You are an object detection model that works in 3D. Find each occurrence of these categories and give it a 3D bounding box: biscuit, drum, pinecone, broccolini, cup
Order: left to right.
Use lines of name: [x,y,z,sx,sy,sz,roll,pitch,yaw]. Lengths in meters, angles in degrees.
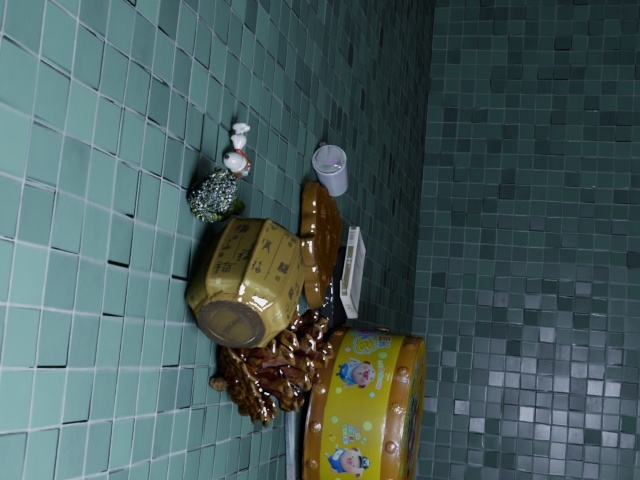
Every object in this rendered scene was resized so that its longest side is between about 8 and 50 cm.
broccolini: [-0.156,-0.061,1.335,0.202,0.068,0.091,104,3,-84]
pinecone: [-0.073,0.182,1.419,0.212,0.169,0.186,-52,-171,-23]
biscuit: [-0.001,0.000,1.934,0.301,0.043,0.278,-32,122,-74]
cup: [0.021,-0.165,1.961,0.116,0.074,0.104,73,-5,-62]
drum: [0.112,0.408,2.028,0.431,0.214,0.430,7,90,-77]

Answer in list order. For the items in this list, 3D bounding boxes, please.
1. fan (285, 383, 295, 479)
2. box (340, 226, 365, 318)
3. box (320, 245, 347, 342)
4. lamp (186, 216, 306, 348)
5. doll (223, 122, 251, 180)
fan: [-0.060,0.413,1.837,0.057,0.023,0.281,-65,156,-76]
box: [0.078,0.076,2.120,0.109,0.029,0.198,70,25,-54]
box: [0.037,0.133,2.116,0.201,0.042,0.212,-49,140,-68]
lamp: [-0.108,0.061,1.312,0.185,0.161,0.161,-76,163,-48]
doll: [-0.131,-0.142,1.408,0.058,0.040,0.085,55,39,-51]
